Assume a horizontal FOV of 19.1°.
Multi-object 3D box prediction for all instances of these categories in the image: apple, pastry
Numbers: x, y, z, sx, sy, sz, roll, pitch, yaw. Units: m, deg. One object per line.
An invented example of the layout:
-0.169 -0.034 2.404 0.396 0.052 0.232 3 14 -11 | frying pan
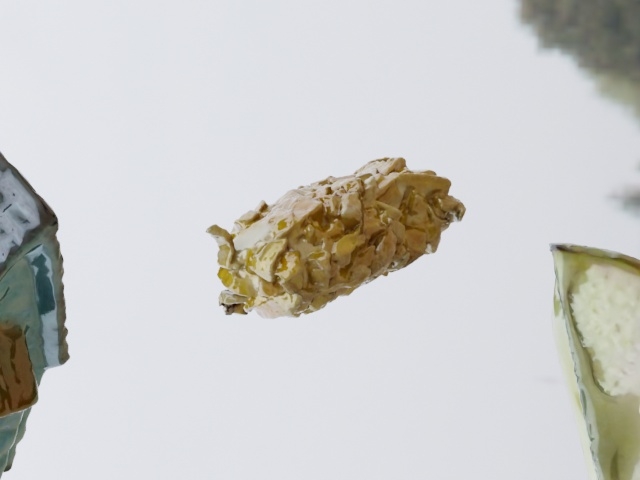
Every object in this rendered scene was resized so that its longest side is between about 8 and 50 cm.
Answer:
0.219 0.137 1.106 0.193 0.120 0.265 44 -146 -61 | apple
0.000 0.000 1.632 0.250 0.154 0.102 -22 -79 -41 | pastry

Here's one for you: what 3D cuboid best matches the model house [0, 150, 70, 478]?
-0.267 0.006 1.077 0.226 0.261 0.241 -9 -43 -52 | model house
